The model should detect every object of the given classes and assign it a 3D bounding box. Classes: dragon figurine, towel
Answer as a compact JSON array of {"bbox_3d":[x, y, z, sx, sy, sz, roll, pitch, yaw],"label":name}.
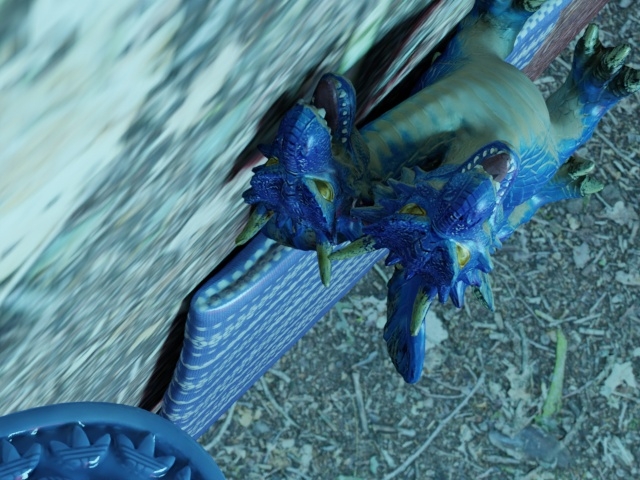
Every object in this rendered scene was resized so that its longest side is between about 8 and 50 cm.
[{"bbox_3d":[0.032,-0.008,0.522,0.144,0.085,0.289,-44,171,-17],"label":"dragon figurine"},{"bbox_3d":[0.000,0.000,0.763,0.243,0.040,0.336,-44,174,-20],"label":"towel"}]

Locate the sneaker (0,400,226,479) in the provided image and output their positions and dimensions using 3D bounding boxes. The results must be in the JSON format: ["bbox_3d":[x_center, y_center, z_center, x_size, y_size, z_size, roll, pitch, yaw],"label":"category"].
[{"bbox_3d":[-0.117,0.121,0.298,0.232,0.081,0.090,-39,176,-23],"label":"sneaker"}]
